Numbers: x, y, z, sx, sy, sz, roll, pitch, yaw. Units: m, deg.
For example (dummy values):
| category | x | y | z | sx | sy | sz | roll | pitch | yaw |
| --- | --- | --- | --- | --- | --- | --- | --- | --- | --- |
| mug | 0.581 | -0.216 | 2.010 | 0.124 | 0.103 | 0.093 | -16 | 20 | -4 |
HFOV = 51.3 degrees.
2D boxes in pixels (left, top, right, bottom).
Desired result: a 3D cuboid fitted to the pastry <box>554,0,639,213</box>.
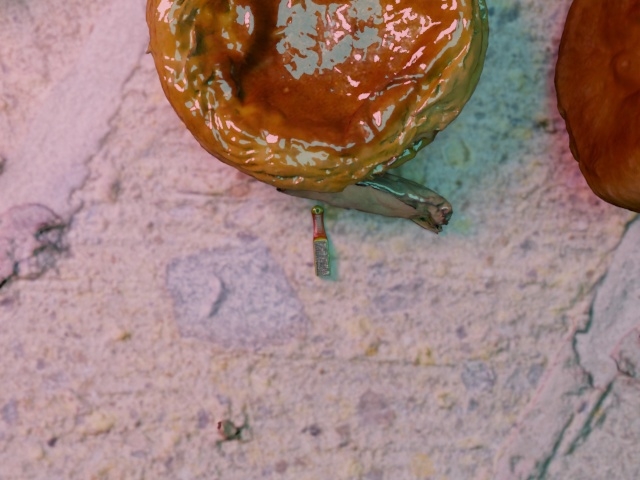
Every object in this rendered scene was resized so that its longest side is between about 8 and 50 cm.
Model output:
| category | x | y | z | sx | sy | sz | roll | pitch | yaw |
| --- | --- | --- | --- | --- | --- | --- | --- | --- | --- |
| pastry | 0.366 | -0.194 | 0.651 | 0.164 | 0.356 | 0.355 | 8 | 90 | -10 |

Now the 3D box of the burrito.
| category | x | y | z | sx | sy | sz | roll | pitch | yaw |
| --- | --- | --- | --- | --- | --- | --- | --- | --- | --- |
| burrito | 0.041 | -0.058 | 0.755 | 0.230 | 0.063 | 0.058 | 18 | 117 | -5 |

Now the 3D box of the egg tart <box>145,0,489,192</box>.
| category | x | y | z | sx | sy | sz | roll | pitch | yaw |
| --- | --- | --- | --- | --- | --- | --- | --- | --- | --- |
| egg tart | -0.003 | -0.220 | 0.707 | 0.352 | 0.150 | 0.351 | 0 | 90 | -3 |

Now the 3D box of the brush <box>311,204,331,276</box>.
| category | x | y | z | sx | sy | sz | roll | pitch | yaw |
| --- | --- | --- | --- | --- | --- | --- | --- | --- | --- |
| brush | 0.000 | 0.000 | 0.772 | 0.019 | 0.021 | 0.083 | -5 | 90 | -1 |
